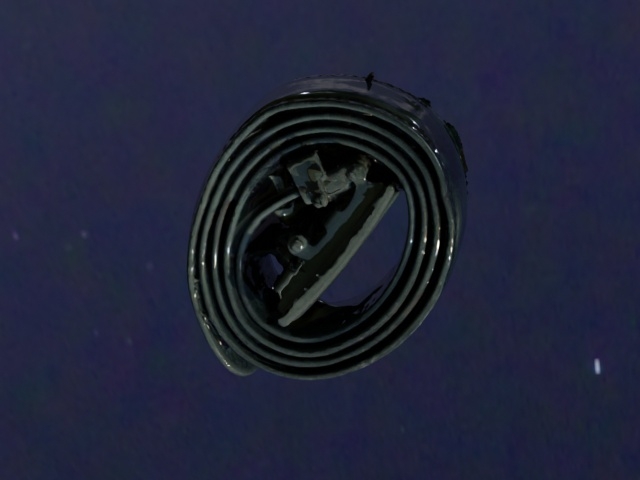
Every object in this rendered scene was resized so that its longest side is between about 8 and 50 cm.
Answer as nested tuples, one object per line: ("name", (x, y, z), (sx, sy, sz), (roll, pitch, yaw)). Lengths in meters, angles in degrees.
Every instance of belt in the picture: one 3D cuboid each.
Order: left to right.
("belt", (0.000, 0.000, 1.400), (0.206, 0.268, 0.116), (27, -157, 1))
